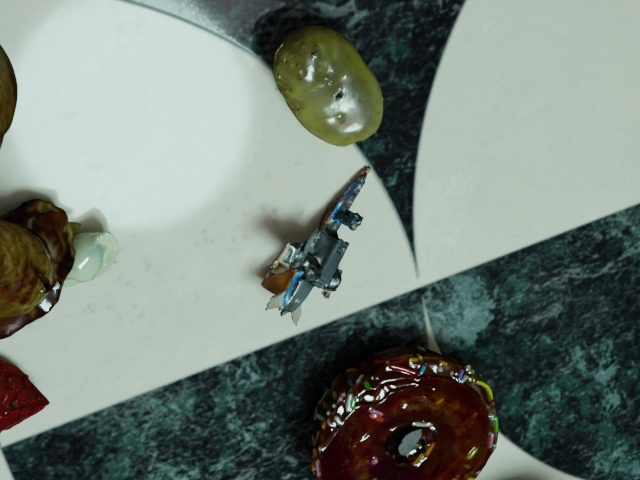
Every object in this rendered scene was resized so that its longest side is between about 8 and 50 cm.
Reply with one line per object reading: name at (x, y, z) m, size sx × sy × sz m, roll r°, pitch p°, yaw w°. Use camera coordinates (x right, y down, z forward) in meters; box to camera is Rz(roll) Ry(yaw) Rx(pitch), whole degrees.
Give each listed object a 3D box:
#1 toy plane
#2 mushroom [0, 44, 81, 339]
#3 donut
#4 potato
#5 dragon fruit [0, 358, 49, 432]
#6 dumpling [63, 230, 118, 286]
toy plane at (0.008, 0.006, 1.346) m, size 0.188 × 0.062 × 0.135 m, roll -49°, pitch 149°, yaw 2°
mushroom at (-0.365, -0.004, 1.033) m, size 0.331 × 0.334 × 0.356 m, roll -34°, pitch 115°, yaw -16°
donut at (0.091, 0.222, 1.462) m, size 0.235 × 0.089 × 0.235 m, roll -9°, pitch 117°, yaw -17°
potato at (0.006, -0.157, 1.264) m, size 0.091 × 0.070 × 0.138 m, roll -39°, pitch 123°, yaw -3°
dragon fruit at (-0.369, 0.167, 1.256) m, size 0.106 × 0.083 × 0.162 m, roll -38°, pitch 169°, yaw 24°
dumpling at (-0.239, 0.022, 1.269) m, size 0.077 × 0.043 × 0.059 m, roll -53°, pitch 140°, yaw -8°
